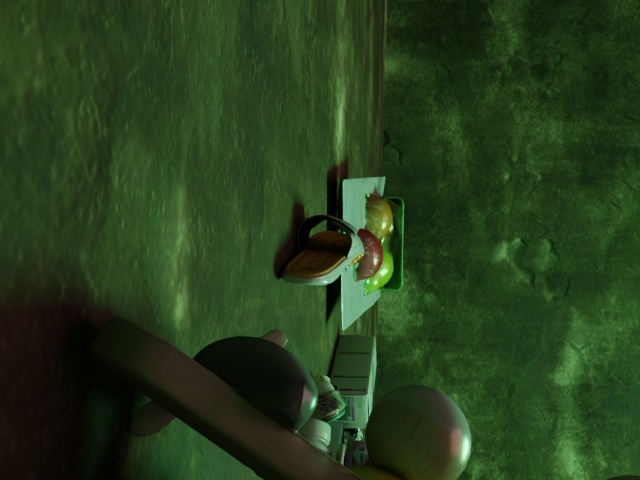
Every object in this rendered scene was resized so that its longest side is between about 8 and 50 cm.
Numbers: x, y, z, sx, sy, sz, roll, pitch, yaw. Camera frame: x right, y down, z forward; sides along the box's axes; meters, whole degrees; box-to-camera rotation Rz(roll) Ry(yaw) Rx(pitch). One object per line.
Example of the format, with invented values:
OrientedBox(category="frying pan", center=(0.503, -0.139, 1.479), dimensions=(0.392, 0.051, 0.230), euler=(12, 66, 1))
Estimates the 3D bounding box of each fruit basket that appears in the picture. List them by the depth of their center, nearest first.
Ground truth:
OrientedBox(category="fruit basket", center=(0.095, 0.013, 1.400), dimensions=(0.353, 0.166, 0.326), euler=(-17, 108, -64))

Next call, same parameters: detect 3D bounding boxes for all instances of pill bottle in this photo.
OrientedBox(category="pill bottle", center=(-0.025, 0.325, 0.821), dimensions=(0.078, 0.078, 0.137), euler=(79, 16, -53))

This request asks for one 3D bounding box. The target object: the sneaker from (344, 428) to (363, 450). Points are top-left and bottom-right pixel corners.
OrientedBox(category="sneaker", center=(0.074, 0.483, 1.440), dimensions=(0.106, 0.078, 0.234), euler=(-66, 153, -61))

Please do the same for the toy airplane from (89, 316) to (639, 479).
OrientedBox(category="toy airplane", center=(0.062, 0.206, 0.400), dimensions=(0.272, 0.385, 0.385), euler=(-63, 153, -47))

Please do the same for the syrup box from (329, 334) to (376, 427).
OrientedBox(category="syrup box", center=(0.076, 0.323, 1.375), dimensions=(0.237, 0.097, 0.093), euler=(-67, 155, -65))

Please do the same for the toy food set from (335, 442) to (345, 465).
OrientedBox(category="toy food set", center=(0.021, 0.401, 0.878), dimensions=(0.217, 0.071, 0.128), euler=(120, -17, -48))

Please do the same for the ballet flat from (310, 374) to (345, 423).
OrientedBox(category="ballet flat", center=(0.004, 0.279, 1.047), dimensions=(0.221, 0.077, 0.079), euler=(72, 3, -76))

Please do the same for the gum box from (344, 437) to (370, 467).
OrientedBox(category="gum box", center=(0.079, 0.480, 1.147), dimensions=(0.107, 0.062, 0.188), euler=(-79, 168, -49))

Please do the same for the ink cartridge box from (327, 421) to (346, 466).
OrientedBox(category="ink cartridge box", center=(-0.001, 0.509, 1.050), dimensions=(0.332, 0.065, 0.165), euler=(-76, 165, -50))

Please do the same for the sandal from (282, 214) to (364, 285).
OrientedBox(category="sandal", center=(0.010, 0.001, 0.910), dimensions=(0.265, 0.102, 0.076), euler=(-49, 142, -72))
